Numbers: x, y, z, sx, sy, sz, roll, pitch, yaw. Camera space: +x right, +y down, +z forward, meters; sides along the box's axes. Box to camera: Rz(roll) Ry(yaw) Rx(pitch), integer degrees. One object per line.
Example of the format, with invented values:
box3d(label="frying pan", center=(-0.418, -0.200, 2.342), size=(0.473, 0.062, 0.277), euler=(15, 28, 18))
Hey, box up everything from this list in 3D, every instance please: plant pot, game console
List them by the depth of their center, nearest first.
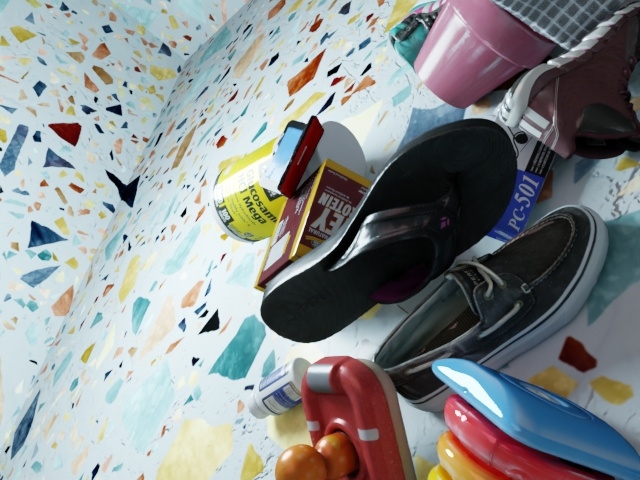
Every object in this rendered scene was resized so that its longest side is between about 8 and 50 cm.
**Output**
box3d(label="plant pot", center=(0.265, -0.334, 0.931), size=(0.180, 0.201, 0.201), euler=(-47, 29, 40))
box3d(label="game console", center=(-0.062, -0.158, 0.980), size=(0.144, 0.085, 0.124), euler=(-65, -10, -1))

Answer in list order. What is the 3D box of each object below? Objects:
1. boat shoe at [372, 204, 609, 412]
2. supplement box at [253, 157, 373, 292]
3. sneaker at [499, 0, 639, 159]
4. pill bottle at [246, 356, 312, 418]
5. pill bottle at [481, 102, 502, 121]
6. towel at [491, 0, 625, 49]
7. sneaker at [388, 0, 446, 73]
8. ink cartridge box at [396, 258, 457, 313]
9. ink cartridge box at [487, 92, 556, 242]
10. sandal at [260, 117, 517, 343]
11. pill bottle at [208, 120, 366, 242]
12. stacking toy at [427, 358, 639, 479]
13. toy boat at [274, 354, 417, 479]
box3d(label="boat shoe", center=(0.203, 0.077, 0.666), size=(0.335, 0.119, 0.121), euler=(-49, 32, 9))
box3d(label="supplement box", center=(0.000, 0.000, 0.951), size=(0.194, 0.129, 0.191), euler=(-38, 31, 57))
box3d(label="sneaker", center=(0.390, -0.194, 0.725), size=(0.281, 0.106, 0.162), euler=(-35, 67, -10))
box3d(label="pill bottle", center=(-0.065, 0.249, 0.906), size=(0.120, 0.067, 0.067), euler=(-37, 35, 25))
box3d(label="pill bottle", center=(0.266, -0.156, 0.860), size=(0.116, 0.065, 0.065), euler=(-53, 31, 2))
box3d(label="towel", center=(0.332, -0.402, 0.691), size=(0.283, 0.235, 0.121), euler=(-47, 40, 44))
box3d(label="sneaker", center=(0.238, -0.424, 1.095), size=(0.178, 0.124, 0.295), euler=(-53, 23, -9))
box3d(label="ink cartridge box", center=(0.151, 0.038, 0.834), size=(0.099, 0.056, 0.135), euler=(-42, 33, 19))
box3d(label="ink cartridge box", center=(0.271, -0.103, 0.775), size=(0.097, 0.046, 0.207), euler=(22, 75, 18))
box3d(label="sandal", center=(0.085, 0.030, 0.726), size=(0.446, 0.168, 0.107), euler=(-45, 25, 31))
box3d(label="pill bottle", center=(-0.073, -0.122, 1.159), size=(0.334, 0.188, 0.187), euler=(-21, 44, 42))
box3d(label="stacking toy", center=(0.155, 0.284, 0.525), size=(0.301, 0.166, 0.175), euler=(-66, 16, 1))
box3d(label="toy boat", center=(0.015, 0.260, 0.648), size=(0.151, 0.151, 0.231), euler=(-21, 81, 54))
